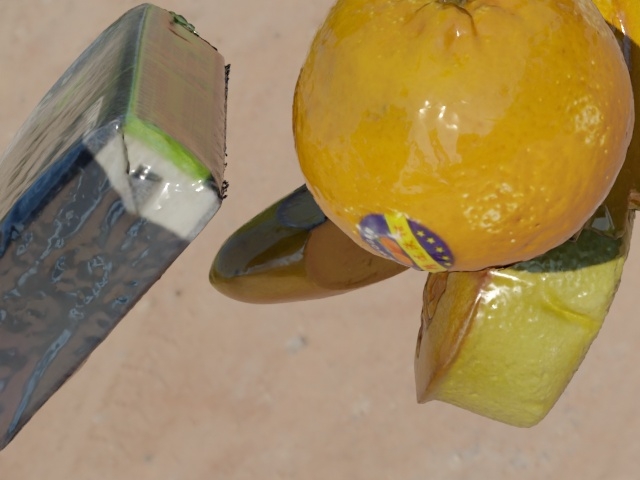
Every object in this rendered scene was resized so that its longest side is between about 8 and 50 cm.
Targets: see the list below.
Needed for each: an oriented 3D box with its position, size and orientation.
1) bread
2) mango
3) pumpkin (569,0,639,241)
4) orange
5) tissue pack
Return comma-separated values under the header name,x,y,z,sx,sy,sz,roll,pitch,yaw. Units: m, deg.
name,x,y,z,sx,sy,sz,roll,pitch,yaw
bread,0.168,0.031,1.464,0.270,0.148,0.270,23,-90,-90
mango,0.000,0.000,1.799,0.252,0.126,0.154,-23,19,-7
pumpkin,0.190,-0.119,1.314,0.149,0.130,0.254,-6,83,52
orange,0.087,-0.085,1.074,0.219,0.193,0.219,-23,35,18
tissue pack,-0.202,-0.030,1.403,0.288,0.124,0.394,-48,16,13
